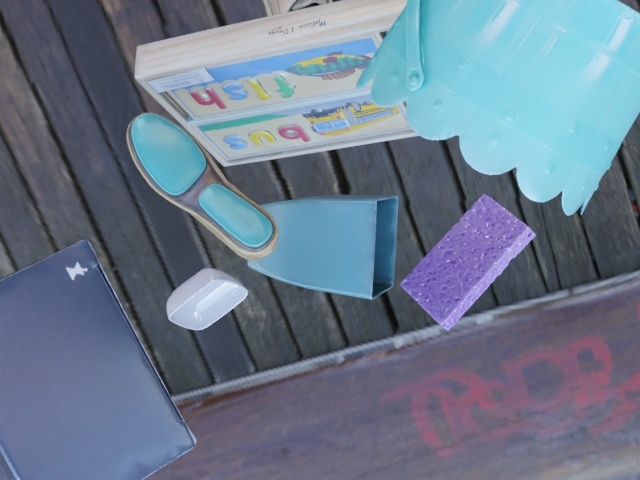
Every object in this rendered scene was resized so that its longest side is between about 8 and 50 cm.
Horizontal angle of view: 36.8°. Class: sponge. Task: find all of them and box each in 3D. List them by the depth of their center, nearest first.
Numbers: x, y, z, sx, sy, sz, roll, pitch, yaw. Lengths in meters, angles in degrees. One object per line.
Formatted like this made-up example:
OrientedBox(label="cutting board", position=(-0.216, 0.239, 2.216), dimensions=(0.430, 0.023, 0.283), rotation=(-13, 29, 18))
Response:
OrientedBox(label="sponge", position=(0.236, 0.033, 1.561), dimensions=(0.210, 0.117, 0.031), rotation=(-48, 137, 2))

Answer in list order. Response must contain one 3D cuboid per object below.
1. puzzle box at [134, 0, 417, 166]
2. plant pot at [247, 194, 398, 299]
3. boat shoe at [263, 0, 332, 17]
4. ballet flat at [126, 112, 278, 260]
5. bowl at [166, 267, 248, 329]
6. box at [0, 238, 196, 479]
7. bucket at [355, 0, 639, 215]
OrientedBox(label="puzzle box", position=(0.003, -0.200, 1.250), dimensions=(0.409, 0.272, 0.052), rotation=(-8, 67, 19))
OrientedBox(label="plant pot", position=(0.000, 0.000, 1.671), dimensions=(0.234, 0.166, 0.165), rotation=(4, 96, 16))
OrientedBox(label="boat shoe", position=(-0.028, -0.389, 1.505), dimensions=(0.122, 0.110, 0.341), rotation=(-18, 109, -31))
OrientedBox(label="ballet flat", position=(-0.146, -0.057, 1.158), dimensions=(0.080, 0.073, 0.232), rotation=(-42, 80, -15))
OrientedBox(label="bowl", position=(-0.227, 0.109, 1.895), dimensions=(0.142, 0.142, 0.053), rotation=(-37, 62, 11))
OrientedBox(label="box", position=(-0.385, 0.203, 1.276), dimensions=(0.395, 0.212, 0.293), rotation=(-22, 96, 57))
OrientedBox(label="bucket", position=(0.189, -0.169, 0.935), dimensions=(0.281, 0.281, 0.183), rotation=(30, 105, -2))
